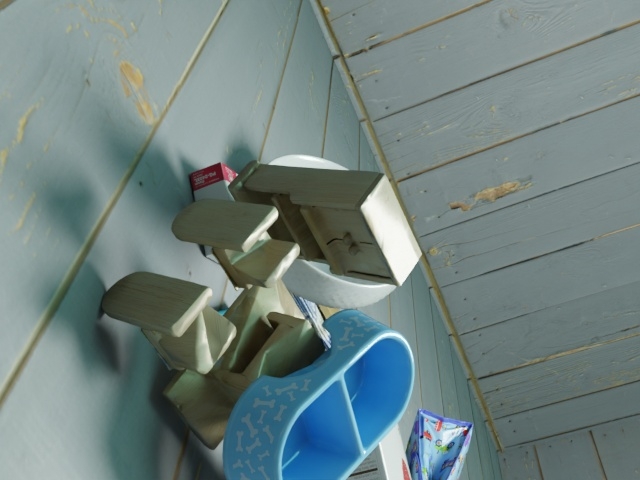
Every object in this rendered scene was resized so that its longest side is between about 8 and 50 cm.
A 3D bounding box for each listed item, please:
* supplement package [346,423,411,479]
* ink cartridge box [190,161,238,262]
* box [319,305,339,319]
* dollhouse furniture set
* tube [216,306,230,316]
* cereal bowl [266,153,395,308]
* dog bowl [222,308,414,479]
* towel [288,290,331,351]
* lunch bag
[{"bbox_3d":[0.047,0.391,1.310,0.177,0.175,0.293,43,32,-65],"label":"supplement package"},{"bbox_3d":[-0.151,-0.036,1.329,0.109,0.063,0.150,39,35,-66],"label":"ink cartridge box"},{"bbox_3d":[-0.006,0.068,1.715,0.164,0.021,0.201,-90,158,-55],"label":"box"},{"bbox_3d":[-0.083,0.083,1.114,0.394,0.256,0.362,-52,131,-29],"label":"dollhouse furniture set"},{"bbox_3d":[-0.142,0.133,1.196,0.080,0.052,0.207,66,20,1],"label":"tube"},{"bbox_3d":[0.000,0.000,1.542,0.339,0.141,0.339,23,37,-19],"label":"cereal bowl"},{"bbox_3d":[0.012,0.206,0.991,0.297,0.074,0.166,-36,122,-39],"label":"dog bowl"},{"bbox_3d":[-0.030,0.087,1.709,0.209,0.034,0.285,-94,161,-46],"label":"towel"},{"bbox_3d":[0.242,0.564,1.824,0.293,0.138,0.221,-62,165,-61],"label":"lunch bag"}]
